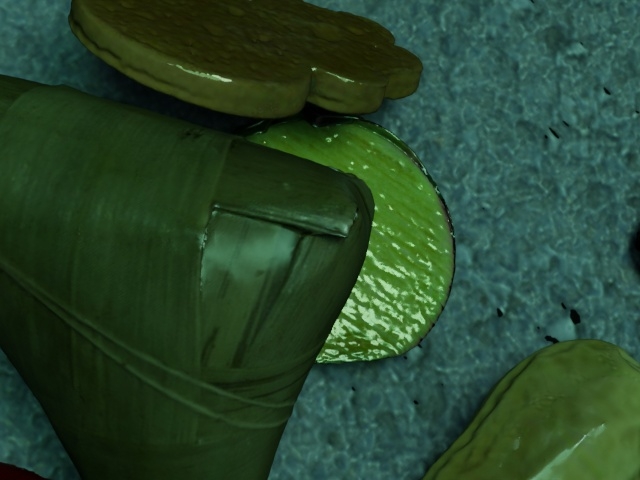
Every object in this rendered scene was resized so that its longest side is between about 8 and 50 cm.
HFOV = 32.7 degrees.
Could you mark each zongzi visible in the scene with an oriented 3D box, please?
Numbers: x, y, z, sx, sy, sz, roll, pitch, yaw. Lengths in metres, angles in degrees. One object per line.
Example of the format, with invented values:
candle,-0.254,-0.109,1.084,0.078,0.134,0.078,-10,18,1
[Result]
zongzi,-0.214,0.062,0.791,0.447,0.181,0.418,19,101,12

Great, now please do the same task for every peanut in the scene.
peanut,0.146,0.207,0.818,0.147,0.147,0.305,43,73,1

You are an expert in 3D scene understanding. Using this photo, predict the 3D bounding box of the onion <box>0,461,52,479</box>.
onion,-0.227,0.269,0.670,0.276,0.276,0.276,3,75,-11

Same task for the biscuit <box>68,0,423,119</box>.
biscuit,-0.053,-0.152,0.856,0.288,0.044,0.202,-2,36,-38

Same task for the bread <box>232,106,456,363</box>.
bread,0.000,0.000,0.893,0.228,0.033,0.229,4,74,-13

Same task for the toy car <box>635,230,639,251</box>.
toy car,0.388,0.043,0.886,0.190,0.188,0.255,2,73,-18
